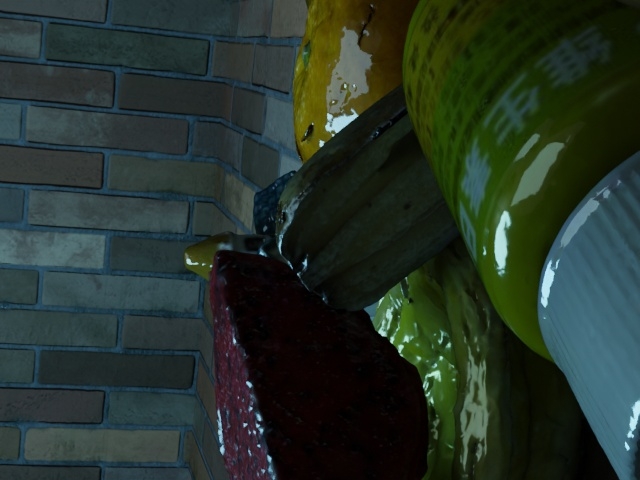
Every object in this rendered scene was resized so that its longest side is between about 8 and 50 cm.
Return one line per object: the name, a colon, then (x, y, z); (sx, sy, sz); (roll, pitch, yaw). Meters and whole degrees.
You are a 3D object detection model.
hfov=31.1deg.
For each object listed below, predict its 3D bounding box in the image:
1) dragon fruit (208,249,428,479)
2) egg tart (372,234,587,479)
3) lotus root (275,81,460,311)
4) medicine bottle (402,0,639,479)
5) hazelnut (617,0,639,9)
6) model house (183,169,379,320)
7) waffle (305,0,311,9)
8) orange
dragon fruit: (0.002, 0.174, 0.979); (0.205, 0.152, 0.317); (101, 157, -46)
egg tart: (0.132, 0.161, 1.024); (0.345, 0.132, 0.345); (-176, 90, -75)
lotus root: (0.097, -0.089, 0.912); (0.078, 0.329, 0.167); (49, 174, 40)
medicine bottle: (0.192, -0.030, 0.667); (0.384, 0.224, 0.224); (-108, 26, -52)
hazelnut: (0.212, -0.255, 0.458); (0.315, 0.372, 0.372); (39, 135, 24)
model house: (0.000, 0.000, 1.278); (0.190, 0.301, 0.271); (102, 165, -53)
waffle: (0.049, -0.386, 1.561); (0.327, 0.098, 0.224); (-107, 27, -52)
orange: (0.089, -0.159, 1.080); (0.284, 0.226, 0.283); (-167, 90, -79)
